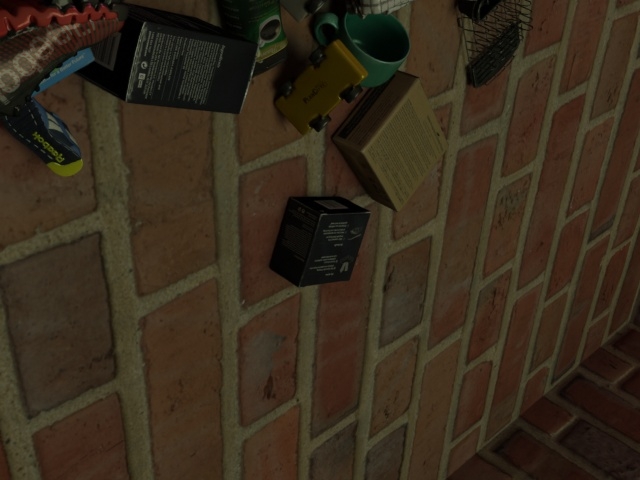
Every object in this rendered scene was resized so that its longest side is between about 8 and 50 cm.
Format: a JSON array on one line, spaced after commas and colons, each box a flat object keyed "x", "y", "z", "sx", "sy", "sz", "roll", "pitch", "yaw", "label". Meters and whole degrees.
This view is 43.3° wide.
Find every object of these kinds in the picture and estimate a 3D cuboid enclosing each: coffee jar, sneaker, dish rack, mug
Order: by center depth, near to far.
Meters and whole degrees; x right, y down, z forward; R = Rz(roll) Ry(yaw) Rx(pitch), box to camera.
[{"x": -0.334, "y": -0.205, "z": 0.877, "sx": 0.276, "sy": 0.098, "sz": 0.135, "roll": -26, "pitch": 133, "yaw": -33, "label": "sneaker"}, {"x": -0.378, "y": -0.152, "z": 1.088, "sx": 0.053, "sy": 0.059, "sz": 0.144, "roll": -28, "pitch": 125, "yaw": 8, "label": "sneaker"}, {"x": -0.105, "y": -0.349, "z": 1.244, "sx": 0.096, "sy": 0.079, "sz": 0.184, "roll": -37, "pitch": 138, "yaw": -32, "label": "coffee jar"}, {"x": 0.071, "y": -0.346, "z": 1.430, "sx": 0.129, "sy": 0.158, "sz": 0.097, "roll": -42, "pitch": 176, "yaw": -36, "label": "mug"}, {"x": 0.391, "y": -0.467, "z": 1.757, "sx": 0.208, "sy": 0.074, "sz": 0.271, "roll": -44, "pitch": 142, "yaw": -19, "label": "dish rack"}]

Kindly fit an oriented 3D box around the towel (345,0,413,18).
[{"x": 0.133, "y": -0.525, "z": 1.356, "sx": 0.284, "sy": 0.121, "sz": 0.235, "roll": -35, "pitch": 132, "yaw": -32, "label": "towel"}]

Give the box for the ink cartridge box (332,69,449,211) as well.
[{"x": 0.149, "y": -0.201, "z": 1.644, "sx": 0.193, "sy": 0.088, "sz": 0.234, "roll": -53, "pitch": 143, "yaw": -12, "label": "ink cartridge box"}]

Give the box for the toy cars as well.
[{"x": 0.008, "y": -0.352, "z": 1.312, "sx": 0.087, "sy": 0.177, "sz": 0.393, "roll": -47, "pitch": 146, "yaw": -44, "label": "toy cars"}]

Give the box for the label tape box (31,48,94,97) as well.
[{"x": -0.428, "y": -0.291, "z": 0.878, "sx": 0.241, "sy": 0.106, "sz": 0.333, "roll": -40, "pitch": 140, "yaw": -24, "label": "label tape box"}]

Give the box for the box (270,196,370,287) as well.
[{"x": 0.000, "y": 0.000, "z": 1.603, "sx": 0.156, "sy": 0.093, "sz": 0.158, "roll": -4, "pitch": 116, "yaw": -49, "label": "box"}]

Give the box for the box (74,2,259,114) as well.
[{"x": -0.216, "y": -0.255, "z": 1.116, "sx": 0.207, "sy": 0.153, "sz": 0.108, "roll": -2, "pitch": 116, "yaw": -48, "label": "box"}]
